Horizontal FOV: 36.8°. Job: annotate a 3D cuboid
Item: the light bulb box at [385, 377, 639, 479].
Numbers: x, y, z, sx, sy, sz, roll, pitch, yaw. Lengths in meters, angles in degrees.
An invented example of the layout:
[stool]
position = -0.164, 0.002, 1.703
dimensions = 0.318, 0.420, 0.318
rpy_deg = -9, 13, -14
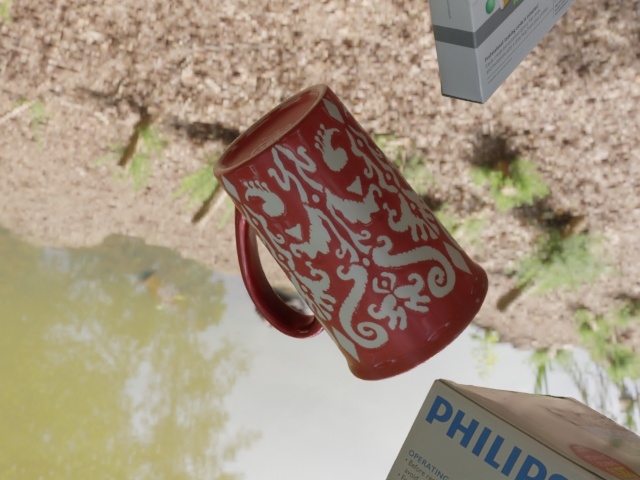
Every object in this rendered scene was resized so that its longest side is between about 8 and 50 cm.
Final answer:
[light bulb box]
position = 0.210, 0.361, 1.011
dimensions = 0.225, 0.361, 0.358
rpy_deg = 30, -173, 37

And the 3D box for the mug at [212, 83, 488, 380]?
[mug]
position = 0.002, 0.002, 0.628
dimensions = 0.150, 0.113, 0.169
rpy_deg = -34, 109, 11

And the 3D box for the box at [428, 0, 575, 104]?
[box]
position = 0.118, -0.207, 0.629
dimensions = 0.038, 0.145, 0.186
rpy_deg = 18, 141, 35
